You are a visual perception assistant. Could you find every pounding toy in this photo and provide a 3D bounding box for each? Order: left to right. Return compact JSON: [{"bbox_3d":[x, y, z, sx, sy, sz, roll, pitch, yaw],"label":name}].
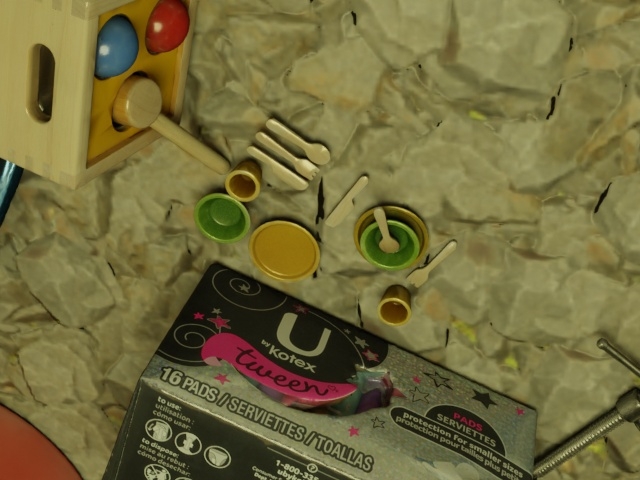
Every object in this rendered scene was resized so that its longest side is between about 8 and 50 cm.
[{"bbox_3d":[-0.116,-0.093,0.601,0.100,0.130,0.141,23,124,16],"label":"pounding toy"}]

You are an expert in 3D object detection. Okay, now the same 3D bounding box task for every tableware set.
[{"bbox_3d":[0.000,0.000,0.669,0.154,0.024,0.104,34,123,-10],"label":"tableware set"}]

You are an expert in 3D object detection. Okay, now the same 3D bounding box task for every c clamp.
[{"bbox_3d":[0.188,0.147,0.713,0.137,0.022,0.160,33,121,-11],"label":"c clamp"}]

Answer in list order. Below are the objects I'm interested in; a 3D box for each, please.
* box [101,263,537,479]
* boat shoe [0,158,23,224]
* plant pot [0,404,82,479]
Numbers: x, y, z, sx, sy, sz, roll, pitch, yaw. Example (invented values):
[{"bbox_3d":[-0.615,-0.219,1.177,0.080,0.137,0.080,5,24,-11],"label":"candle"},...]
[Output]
[{"bbox_3d":[-0.003,0.153,0.696,0.247,0.142,0.163,24,122,0],"label":"box"},{"bbox_3d":[-0.264,-0.006,0.693,0.089,0.109,0.258,27,121,-15],"label":"boat shoe"},{"bbox_3d":[-0.342,0.278,0.803,0.275,0.243,0.274,7,120,12],"label":"plant pot"}]
